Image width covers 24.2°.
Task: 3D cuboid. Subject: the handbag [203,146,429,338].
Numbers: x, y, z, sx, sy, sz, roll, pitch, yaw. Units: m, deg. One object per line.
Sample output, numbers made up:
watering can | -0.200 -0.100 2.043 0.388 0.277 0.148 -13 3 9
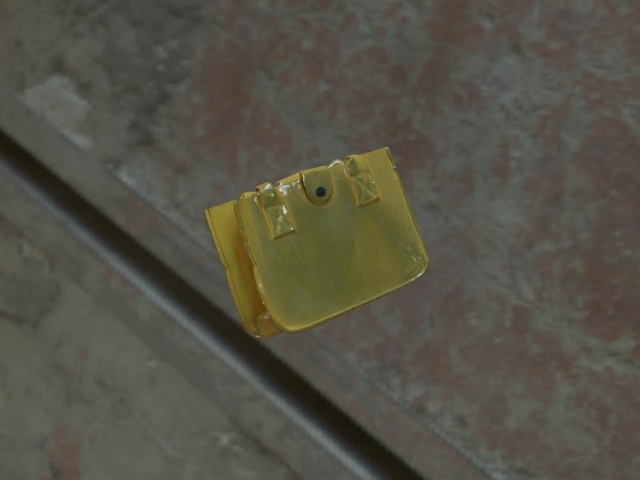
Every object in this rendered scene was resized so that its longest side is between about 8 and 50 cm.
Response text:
handbag | 0.000 0.000 0.605 0.027 0.083 0.061 -13 99 57
